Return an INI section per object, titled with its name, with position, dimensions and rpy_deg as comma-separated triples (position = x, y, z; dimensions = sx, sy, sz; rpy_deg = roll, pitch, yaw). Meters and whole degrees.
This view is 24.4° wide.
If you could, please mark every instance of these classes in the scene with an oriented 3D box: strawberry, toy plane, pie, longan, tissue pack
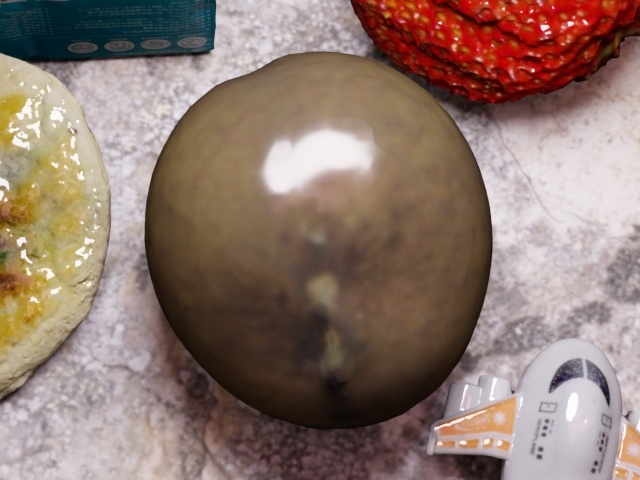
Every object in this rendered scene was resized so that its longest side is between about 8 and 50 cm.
[strawberry]
position = 0.166, -0.257, 1.371
dimensions = 0.288, 0.238, 0.250
rpy_deg = 11, 84, -22
[toy plane]
position = 0.213, 0.203, 1.317
dimensions = 0.244, 0.117, 0.245
rpy_deg = 1, 73, -4
[pie]
position = -0.336, -0.010, 1.327
dimensions = 0.337, 0.075, 0.338
rpy_deg = 0, 85, 0
[longan]
position = 0.000, 0.000, 1.267
dimensions = 0.318, 0.319, 0.319
rpy_deg = 2, 73, -5
[tissue pack]
position = -0.227, -0.259, 1.374
dimensions = 0.270, 0.192, 0.134
rpy_deg = -3, 75, -7
